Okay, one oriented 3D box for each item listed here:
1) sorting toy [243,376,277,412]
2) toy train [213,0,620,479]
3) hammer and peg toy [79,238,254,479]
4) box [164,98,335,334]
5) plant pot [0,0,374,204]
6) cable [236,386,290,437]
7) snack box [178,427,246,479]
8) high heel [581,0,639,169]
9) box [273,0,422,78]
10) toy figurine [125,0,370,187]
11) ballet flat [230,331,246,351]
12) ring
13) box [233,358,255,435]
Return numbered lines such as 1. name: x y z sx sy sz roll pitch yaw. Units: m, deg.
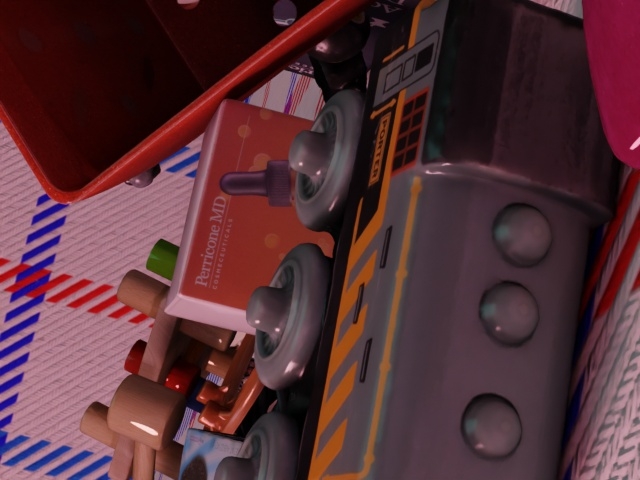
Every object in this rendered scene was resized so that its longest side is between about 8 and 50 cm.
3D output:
1. sorting toy: -0.053 0.182 1.504 0.075 0.044 0.083 97 175 -62
2. toy train: 0.051 0.039 0.765 0.190 0.142 0.334 151 134 -65
3. hammer and peg toy: -0.159 0.128 1.654 0.361 0.127 0.266 -54 -13 -55
4. box: 0.000 0.000 1.008 0.091 0.170 0.130 144 139 -76
5. plant pot: -0.094 -0.206 1.080 0.267 0.267 0.236 -35 -8 17
6. cable: -0.027 0.117 1.276 0.184 0.047 0.150 -60 -2 -31
7. snack box: -0.037 0.228 1.033 0.322 0.060 0.187 172 108 -70
8. high heel: 0.125 -0.199 0.642 0.181 0.127 0.377 -58 20 31
9. box: -0.044 -0.315 1.429 0.395 0.293 0.212 141 144 -77
10. toy figurine: -0.075 -0.123 1.297 0.209 0.213 0.148 -62 -10 -14
11. ballet flat: -0.092 0.063 1.936 0.070 0.070 0.188 -90 15 -61
12. ring: -0.033 0.039 1.378 0.337 0.032 0.336 -60 5 9
13. box: -0.109 0.252 1.618 0.175 0.051 0.220 -71 1 -58
